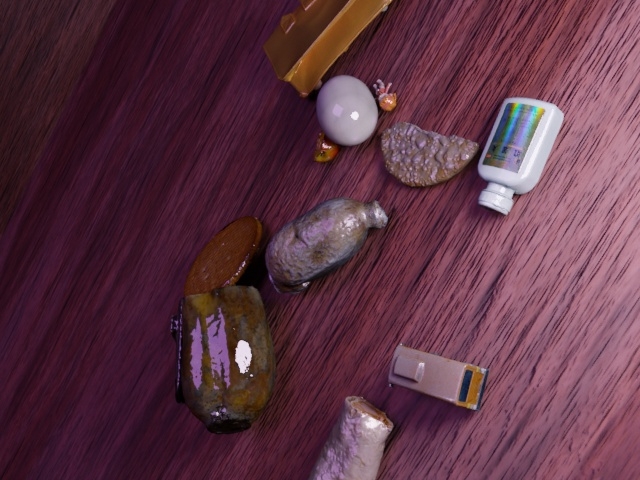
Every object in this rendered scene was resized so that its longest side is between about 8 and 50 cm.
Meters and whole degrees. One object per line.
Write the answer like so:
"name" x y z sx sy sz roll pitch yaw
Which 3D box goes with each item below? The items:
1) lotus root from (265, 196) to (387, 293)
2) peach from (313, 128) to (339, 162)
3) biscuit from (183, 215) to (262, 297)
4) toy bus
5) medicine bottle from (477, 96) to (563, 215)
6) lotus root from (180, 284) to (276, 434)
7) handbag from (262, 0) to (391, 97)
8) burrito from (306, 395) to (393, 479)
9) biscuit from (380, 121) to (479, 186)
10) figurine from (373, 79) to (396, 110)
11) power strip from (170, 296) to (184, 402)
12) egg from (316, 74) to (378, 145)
"lotus root" -0.002 -0.002 1.563 0.349 0.175 0.175 -35 53 26
"peach" 0.018 -0.247 1.715 0.098 0.061 0.098 -161 90 -78
"biscuit" -0.270 0.058 1.830 0.305 0.038 0.305 -34 31 24
"toy bus" 0.222 0.266 1.286 0.182 0.103 0.091 9 80 46
"medicine bottle" 0.386 -0.166 1.309 0.121 0.083 0.229 23 92 44
"lotus root" -0.229 0.294 1.624 0.250 0.250 0.346 -26 59 35
"handbag" 0.016 -0.616 1.818 0.401 0.133 0.283 -46 43 21
"burrito" 0.048 0.485 1.374 0.143 0.105 0.299 19 87 42
"biscuit" 0.229 -0.189 1.503 0.290 0.038 0.141 29 96 48
"figurine" 0.159 -0.363 1.635 0.064 0.047 0.109 -49 37 29
"power strip" -0.365 0.308 1.822 0.257 0.092 0.251 117 147 -67
"egg" 0.064 -0.329 1.636 0.151 0.151 0.209 -35 46 30
